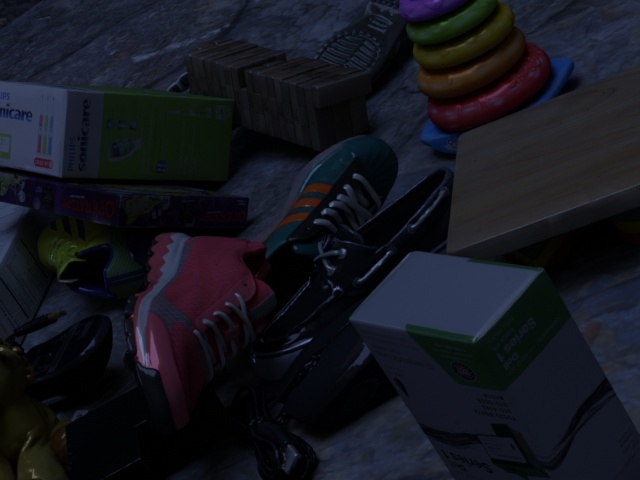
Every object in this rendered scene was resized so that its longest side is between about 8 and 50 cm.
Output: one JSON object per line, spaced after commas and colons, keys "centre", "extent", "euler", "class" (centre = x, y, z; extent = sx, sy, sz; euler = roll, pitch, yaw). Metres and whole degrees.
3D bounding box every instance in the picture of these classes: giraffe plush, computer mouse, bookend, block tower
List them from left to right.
{"centre": [-0.344, 0.189, 1.770], "extent": [0.181, 0.170, 0.210], "euler": [-19, 26, 22], "class": "giraffe plush"}
{"centre": [-0.321, 0.144, 1.976], "extent": [0.262, 0.060, 0.184], "euler": [-29, 26, 31], "class": "computer mouse"}
{"centre": [-0.171, 0.214, 1.654], "extent": [0.157, 0.072, 0.156], "euler": [-29, 25, 0], "class": "bookend"}
{"centre": [-0.065, -0.206, 2.256], "extent": [0.091, 0.097, 0.335], "euler": [-23, 25, -31], "class": "block tower"}
{"centre": [0.028, 0.120, 1.615], "extent": [0.272, 0.072, 0.188], "euler": [-33, 25, -7], "class": "computer mouse"}

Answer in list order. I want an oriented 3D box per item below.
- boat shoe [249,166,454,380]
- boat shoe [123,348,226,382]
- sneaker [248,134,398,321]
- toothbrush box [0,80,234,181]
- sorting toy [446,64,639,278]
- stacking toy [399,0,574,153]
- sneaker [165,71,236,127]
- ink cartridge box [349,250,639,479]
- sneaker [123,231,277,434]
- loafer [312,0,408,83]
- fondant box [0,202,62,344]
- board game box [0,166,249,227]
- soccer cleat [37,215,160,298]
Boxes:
{"centre": [0.038, 0.031, 1.741], "extent": [0.301, 0.102, 0.108], "euler": [-34, 25, -9], "class": "boat shoe"}
{"centre": [-0.173, 0.139, 1.820], "extent": [0.152, 0.056, 0.049], "euler": [-3, 30, 44], "class": "boat shoe"}
{"centre": [0.000, 0.000, 1.852], "extent": [0.302, 0.108, 0.121], "euler": [-47, 29, -18], "class": "sneaker"}
{"centre": [-0.292, -0.151, 2.241], "extent": [0.283, 0.122, 0.206], "euler": [1, 8, -43], "class": "toothbrush box"}
{"centre": [0.270, -0.060, 1.680], "extent": [0.257, 0.089, 0.255], "euler": [-20, 26, 19], "class": "sorting toy"}
{"centre": [0.159, -0.268, 1.943], "extent": [0.175, 0.302, 0.166], "euler": [-5, 34, 41], "class": "stacking toy"}
{"centre": [-0.214, -0.193, 2.463], "extent": [0.275, 0.107, 0.110], "euler": [-26, 11, 2], "class": "sneaker"}
{"centre": [0.148, 0.123, 1.308], "extent": [0.092, 0.219, 0.160], "euler": [-45, 28, -24], "class": "ink cartridge box"}
{"centre": [-0.115, 0.076, 1.657], "extent": [0.136, 0.116, 0.314], "euler": [-7, 30, 7], "class": "sneaker"}
{"centre": [0.070, -0.269, 2.331], "extent": [0.094, 0.087, 0.251], "euler": [33, 69, 22], "class": "loafer"}
{"centre": [-0.499, 0.062, 2.280], "extent": [0.238, 0.096, 0.330], "euler": [-21, 25, 18], "class": "fondant box"}
{"centre": [-0.283, -0.058, 2.158], "extent": [0.208, 0.056, 0.347], "euler": [-5, 11, -41], "class": "board game box"}
{"centre": [-0.311, 0.021, 2.136], "extent": [0.121, 0.093, 0.289], "euler": [-21, 18, -35], "class": "soccer cleat"}
